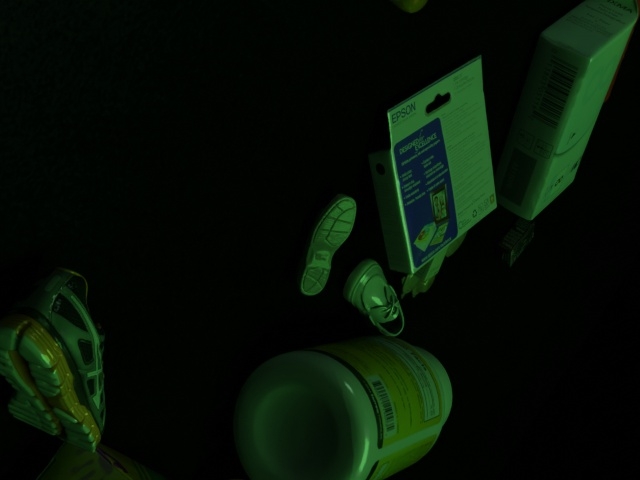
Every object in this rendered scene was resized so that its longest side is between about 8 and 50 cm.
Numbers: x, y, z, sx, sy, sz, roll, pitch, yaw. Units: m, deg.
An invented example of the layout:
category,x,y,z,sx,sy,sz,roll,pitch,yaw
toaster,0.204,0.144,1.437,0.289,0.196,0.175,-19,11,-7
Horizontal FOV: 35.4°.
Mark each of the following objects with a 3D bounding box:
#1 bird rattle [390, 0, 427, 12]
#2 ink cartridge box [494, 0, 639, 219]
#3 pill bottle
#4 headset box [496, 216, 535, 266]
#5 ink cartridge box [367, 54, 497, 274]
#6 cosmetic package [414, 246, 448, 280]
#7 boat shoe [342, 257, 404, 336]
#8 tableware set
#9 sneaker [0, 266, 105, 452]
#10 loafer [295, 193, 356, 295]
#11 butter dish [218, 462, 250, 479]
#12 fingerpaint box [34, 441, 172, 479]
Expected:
category,x,y,z,sx,sy,sz,roll,pitch,yaw
bird rattle,0.028,-0.267,0.655,0.253,0.207,0.143,-57,176,26
ink cartridge box,0.430,-0.245,1.556,0.385,0.091,0.308,-36,150,-36
pill bottle,0.048,0.222,1.305,0.334,0.188,0.188,0,121,-62
headset box,0.343,0.003,1.776,0.083,0.032,0.062,-50,156,-17
ink cartridge box,0.139,-0.096,1.212,0.206,0.045,0.208,-34,124,-42
cosmetic package,0.146,-0.010,1.356,0.041,0.060,0.115,-25,143,-51
boat shoe,0.077,0.084,1.337,0.066,0.063,0.184,-48,155,-17
tableware set,0.168,0.019,1.484,0.169,0.020,0.141,-55,158,-5
sneaker,-0.207,0.104,0.816,0.215,0.084,0.083,100,12,-56
loafer,0.000,0.000,1.130,0.045,0.039,0.125,12,110,-29
butter dish,-0.085,0.347,1.316,0.159,0.118,0.160,13,118,-22
fingerpaint box,-0.270,0.444,0.995,0.445,0.163,0.371,-51,159,-12
